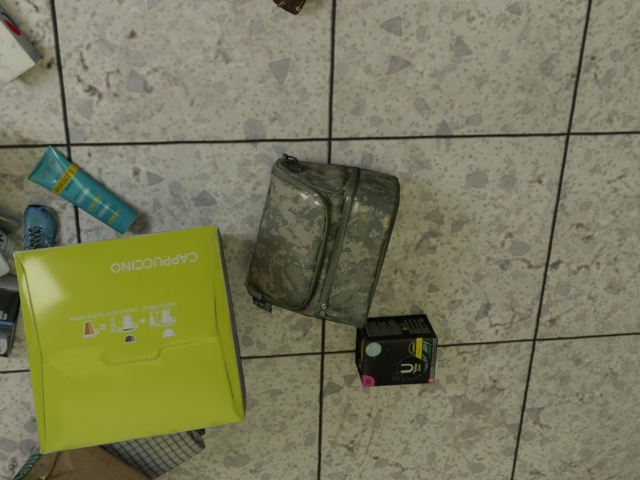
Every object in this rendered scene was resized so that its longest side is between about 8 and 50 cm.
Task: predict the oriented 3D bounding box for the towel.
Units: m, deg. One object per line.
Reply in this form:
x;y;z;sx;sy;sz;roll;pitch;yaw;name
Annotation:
-0.416;0.391;1.745;0.235;0.121;0.284;-29;118;7;towel

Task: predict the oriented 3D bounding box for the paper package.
-0.508;0.576;1.693;0.309;0.168;0.325;36;137;-10;paper package

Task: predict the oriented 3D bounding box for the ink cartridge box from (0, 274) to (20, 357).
-0.768;0.124;1.588;0.332;0.065;0.165;11;114;-13;ink cartridge box

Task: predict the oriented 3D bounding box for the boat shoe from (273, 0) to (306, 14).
-0.011;-0.494;1.414;0.073;0.073;0.207;30;114;-23;boat shoe

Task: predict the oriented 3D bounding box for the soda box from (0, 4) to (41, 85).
-0.579;-0.376;1.375;0.074;0.069;0.216;-32;116;7;soda box

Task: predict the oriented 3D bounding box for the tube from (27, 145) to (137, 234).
-0.451;-0.090;1.549;0.207;0.052;0.080;36;98;-17;tube

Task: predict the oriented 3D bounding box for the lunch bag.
0.000;0.000;1.583;0.256;0.212;0.305;15;112;2;lunch bag

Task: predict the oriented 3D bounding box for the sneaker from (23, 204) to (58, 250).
-0.543;0.008;1.562;0.063;0.073;0.162;0;115;-9;sneaker

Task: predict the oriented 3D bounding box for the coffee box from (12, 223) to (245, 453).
-0.323;0.163;1.463;0.337;0.334;0.338;-8;88;-6;coffee box

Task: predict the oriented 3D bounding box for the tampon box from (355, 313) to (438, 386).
0.164;0.242;1.774;0.161;0.101;0.120;-3;115;-8;tampon box

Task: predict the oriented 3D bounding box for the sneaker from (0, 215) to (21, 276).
-0.631;-0.054;1.448;0.210;0.137;0.366;23;133;-29;sneaker
